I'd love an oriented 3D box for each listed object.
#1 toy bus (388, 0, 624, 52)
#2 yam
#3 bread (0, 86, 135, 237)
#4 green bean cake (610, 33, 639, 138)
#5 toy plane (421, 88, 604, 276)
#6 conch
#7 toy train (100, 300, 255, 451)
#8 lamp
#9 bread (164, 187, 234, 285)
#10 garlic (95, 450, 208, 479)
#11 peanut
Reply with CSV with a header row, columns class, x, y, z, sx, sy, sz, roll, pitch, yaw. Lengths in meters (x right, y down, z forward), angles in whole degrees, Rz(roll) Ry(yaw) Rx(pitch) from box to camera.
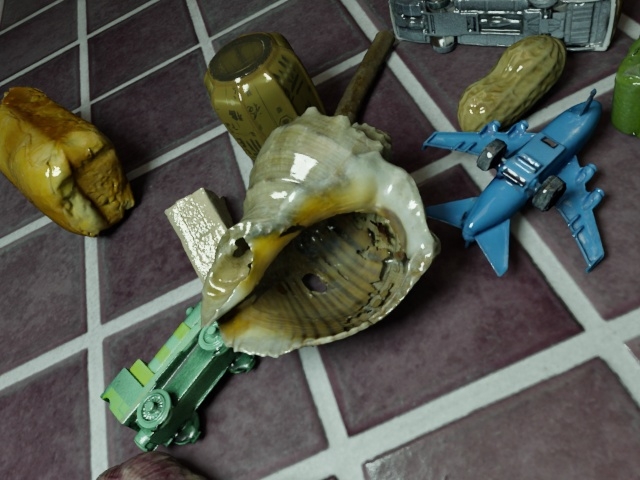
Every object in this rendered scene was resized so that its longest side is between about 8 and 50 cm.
class,x,y,z,sx,sy,sz,roll,pitch,yaw
toy bus,0.284,-0.373,0.800,0.342,0.097,0.138,18,64,30
yam,0.054,-0.225,0.831,0.045,0.045,0.327,21,66,7
bread,-0.480,-0.138,0.902,0.343,0.195,0.148,30,53,35
green bean cake,0.479,-0.203,0.598,0.200,0.113,0.214,27,72,33
toy plane,0.259,-0.088,0.624,0.271,0.105,0.254,-46,67,-5
conch,0.005,0.001,0.619,0.263,0.186,0.324,34,90,29
toy train,-0.174,0.160,0.647,0.132,0.083,0.200,24,67,40
lamp,-0.081,-0.216,0.791,0.161,0.185,0.161,-12,52,16
bread,-0.165,0.000,0.785,0.077,0.105,0.152,-28,84,2
garlic,-0.198,0.305,0.547,0.159,0.102,0.147,-11,56,16
peanut,0.268,-0.218,0.709,0.194,0.093,0.083,-42,80,-11
